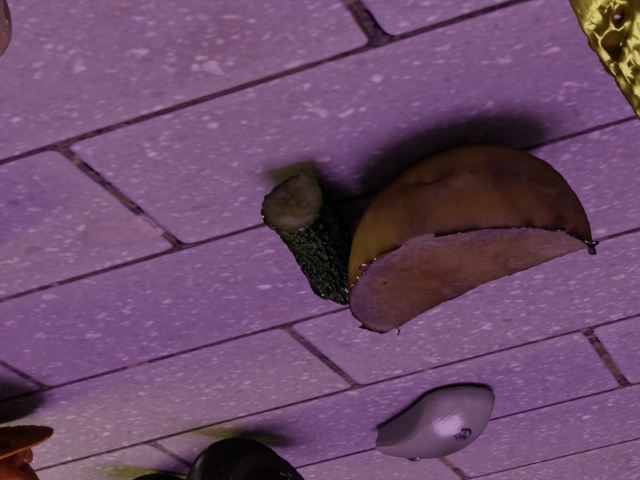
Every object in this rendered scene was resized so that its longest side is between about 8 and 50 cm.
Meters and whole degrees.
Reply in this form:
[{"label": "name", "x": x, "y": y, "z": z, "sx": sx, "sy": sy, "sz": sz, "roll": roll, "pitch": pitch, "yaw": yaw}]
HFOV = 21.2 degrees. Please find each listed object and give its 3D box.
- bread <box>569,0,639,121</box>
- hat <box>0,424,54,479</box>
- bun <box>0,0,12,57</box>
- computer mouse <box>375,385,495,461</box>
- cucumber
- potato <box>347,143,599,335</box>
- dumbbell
[{"label": "bread", "x": 0.277, "y": -0.178, "z": 0.886, "sx": 0.208, "sy": 0.251, "sz": 0.376, "roll": -18, "pitch": 158, "yaw": -21}, {"label": "hat", "x": -0.366, "y": 0.321, "z": 1.673, "sx": 0.234, "sy": 0.233, "sz": 0.244, "roll": -9, "pitch": -175, "yaw": 21}, {"label": "bun", "x": -0.235, "y": -0.138, "z": 0.993, "sx": 0.115, "sy": 0.069, "sz": 0.115, "roll": 9, "pitch": 167, "yaw": 2}, {"label": "computer mouse", "x": 0.126, "y": 0.216, "z": 1.921, "sx": 0.089, "sy": 0.056, "sz": 0.182, "roll": 11, "pitch": 150, "yaw": -29}, {"label": "cucumber", "x": 0.001, "y": 0.000, "z": 1.391, "sx": 0.058, "sy": 0.058, "sz": 0.187, "roll": -13, "pitch": 157, "yaw": 9}, {"label": "potato", "x": 0.088, "y": -0.011, "z": 1.351, "sx": 0.138, "sy": 0.098, "sz": 0.243, "roll": 17, "pitch": 149, "yaw": -41}, {"label": "dumbbell", "x": -0.126, "y": 0.334, "z": 1.928, "sx": 0.290, "sy": 0.192, "sz": 0.192, "roll": -26, "pitch": 151, "yaw": 37}]
